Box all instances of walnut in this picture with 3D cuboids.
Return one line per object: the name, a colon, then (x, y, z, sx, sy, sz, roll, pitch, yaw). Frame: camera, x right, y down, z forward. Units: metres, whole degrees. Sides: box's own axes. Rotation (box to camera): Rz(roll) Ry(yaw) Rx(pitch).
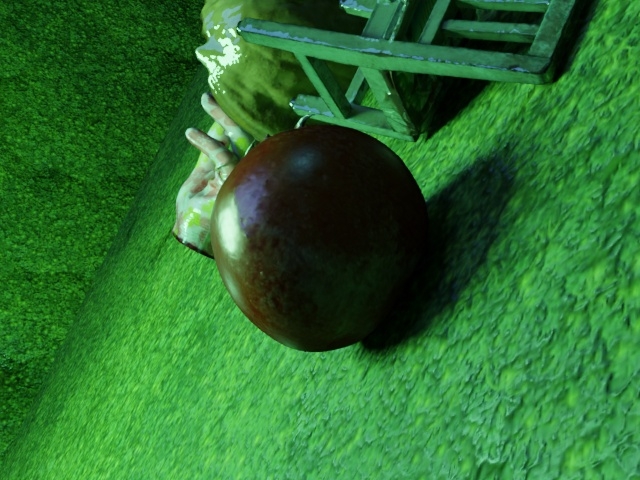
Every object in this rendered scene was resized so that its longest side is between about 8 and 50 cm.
walnut: (-0.025, -0.232, 1.106, 0.141, 0.204, 0.238, -20, 41, 45)

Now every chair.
chair: (0.090, -0.167, 0.789, 0.271, 0.147, 0.136, 15, 72, 28)

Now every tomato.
tomato: (0.000, 0.000, 0.691, 0.167, 0.167, 0.167, -52, 17, 24)

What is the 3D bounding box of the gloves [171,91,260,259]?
gloves: (-0.122, -0.103, 1.294, 0.241, 0.126, 0.145, -62, -9, 2)
